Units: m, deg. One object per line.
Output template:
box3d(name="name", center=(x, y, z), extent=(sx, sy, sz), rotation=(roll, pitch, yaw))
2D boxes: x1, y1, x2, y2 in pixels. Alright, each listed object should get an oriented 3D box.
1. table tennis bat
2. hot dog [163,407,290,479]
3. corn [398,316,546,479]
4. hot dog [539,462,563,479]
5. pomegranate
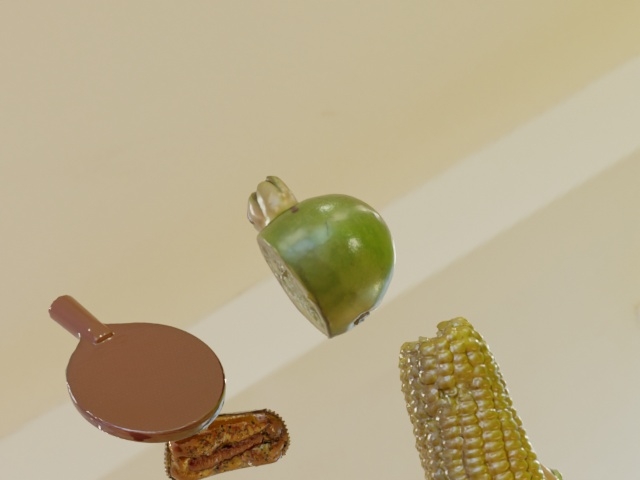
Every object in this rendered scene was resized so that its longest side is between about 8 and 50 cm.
box3d(name="table tennis bat", center=(-0.258, 0.163, 1.822), extent=(0.200, 0.310, 0.038), rotation=(-28, -43, -35))
box3d(name="hot dog", center=(-0.138, 0.299, 1.999), extent=(0.191, 0.059, 0.108), rotation=(-12, -60, -15))
box3d(name="corn", center=(0.170, 0.252, 1.335), extent=(0.120, 0.363, 0.120), rotation=(-16, -13, -4))
box3d(name="hot dog", center=(0.298, 0.344, 1.663), extent=(0.068, 0.249, 0.100), rotation=(-25, -64, -7))
box3d(name="pomegranate", center=(0.008, 0.012, 1.874), extent=(0.159, 0.241, 0.190), rotation=(-38, -58, -12))
